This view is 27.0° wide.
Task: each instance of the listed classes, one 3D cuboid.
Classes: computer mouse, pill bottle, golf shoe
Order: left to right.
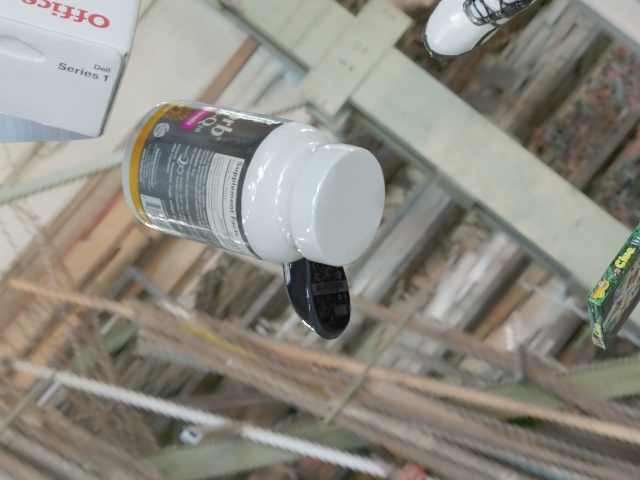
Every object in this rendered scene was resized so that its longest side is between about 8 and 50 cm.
[{"bbox_3d":[-0.077,-0.063,1.508,0.162,0.278,0.162,-23,-61,-49],"label":"pill bottle"},{"bbox_3d":[0.000,0.000,1.811,0.060,0.262,0.184,-11,1,34],"label":"computer mouse"},{"bbox_3d":[0.204,-0.289,1.581,0.198,0.077,0.094,-37,0,5],"label":"golf shoe"}]

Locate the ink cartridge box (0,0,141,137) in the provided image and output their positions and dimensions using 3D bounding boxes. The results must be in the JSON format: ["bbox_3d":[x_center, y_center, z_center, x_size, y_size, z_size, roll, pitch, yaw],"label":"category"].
[{"bbox_3d":[-0.267,-0.246,1.224,0.117,0.201,0.278,117,161,-45],"label":"ink cartridge box"}]

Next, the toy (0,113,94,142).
[{"bbox_3d":[-0.367,-0.143,1.446,0.237,0.136,0.056,-5,-37,-16],"label":"toy"}]

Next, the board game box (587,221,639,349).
[{"bbox_3d":[0.476,0.027,1.976,0.259,0.030,0.136,-51,-34,-20],"label":"board game box"}]
